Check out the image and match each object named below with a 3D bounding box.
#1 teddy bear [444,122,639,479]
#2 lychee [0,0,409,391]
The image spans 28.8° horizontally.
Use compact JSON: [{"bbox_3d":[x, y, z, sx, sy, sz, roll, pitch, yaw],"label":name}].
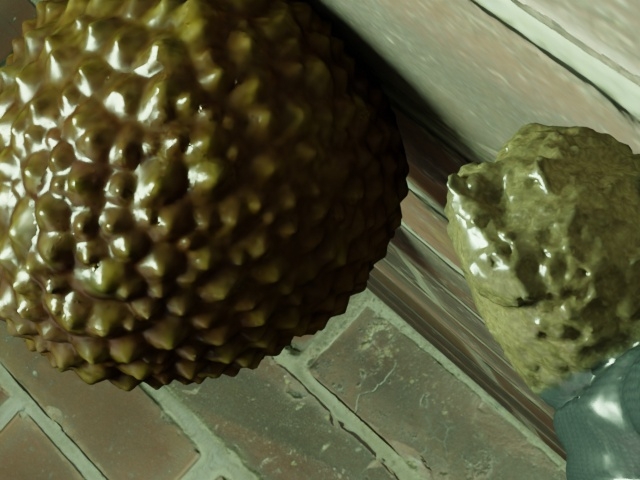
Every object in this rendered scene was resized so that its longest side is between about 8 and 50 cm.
[{"bbox_3d":[0.137,0.067,0.406,0.251,0.129,0.182,41,175,13],"label":"teddy bear"},{"bbox_3d":[-0.084,-0.034,0.732,0.267,0.267,0.267,42,177,2],"label":"lychee"}]
